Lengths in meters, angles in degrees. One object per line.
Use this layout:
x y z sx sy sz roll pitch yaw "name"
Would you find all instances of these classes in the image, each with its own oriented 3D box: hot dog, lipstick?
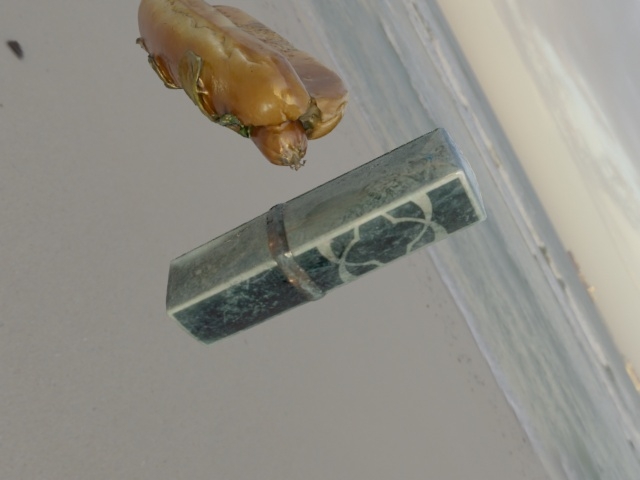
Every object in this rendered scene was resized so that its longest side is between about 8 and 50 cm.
-0.066 -0.129 0.466 0.109 0.072 0.269 8 28 -34 "hot dog"
0.000 0.000 0.560 0.077 0.290 0.076 52 17 -39 "lipstick"
